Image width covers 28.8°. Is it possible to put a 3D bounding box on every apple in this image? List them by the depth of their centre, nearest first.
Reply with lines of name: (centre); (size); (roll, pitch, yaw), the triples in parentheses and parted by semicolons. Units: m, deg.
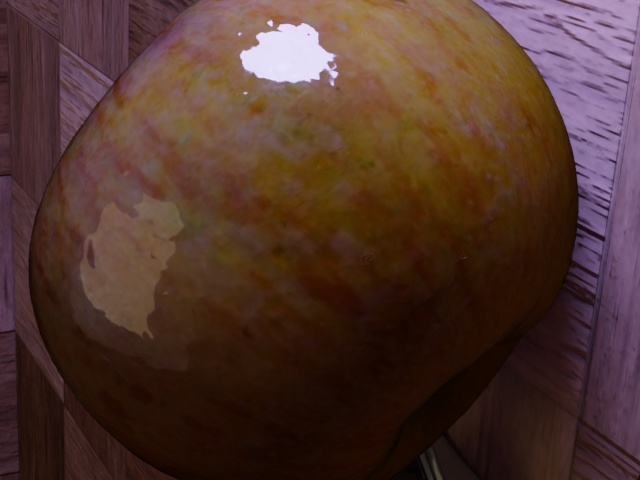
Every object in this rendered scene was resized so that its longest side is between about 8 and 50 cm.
apple: (0.000, 0.000, 0.888); (0.333, 0.400, 0.400); (40, 146, -1)

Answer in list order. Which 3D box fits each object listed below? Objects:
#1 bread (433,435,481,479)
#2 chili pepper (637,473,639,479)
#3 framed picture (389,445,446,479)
bread: (0.084, 0.233, 1.102); (0.188, 0.068, 0.125); (50, 139, 46)
chili pepper: (0.248, 0.214, 0.803); (0.073, 0.050, 0.182); (115, 142, -57)
framed picture: (0.063, 0.279, 1.065); (0.252, 0.014, 0.197); (-44, 62, 59)
